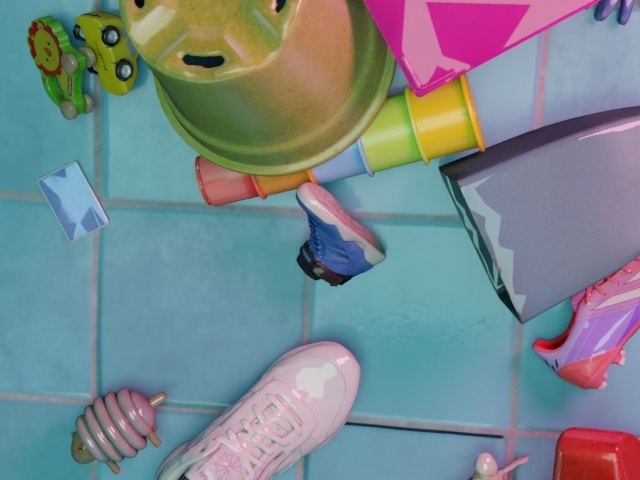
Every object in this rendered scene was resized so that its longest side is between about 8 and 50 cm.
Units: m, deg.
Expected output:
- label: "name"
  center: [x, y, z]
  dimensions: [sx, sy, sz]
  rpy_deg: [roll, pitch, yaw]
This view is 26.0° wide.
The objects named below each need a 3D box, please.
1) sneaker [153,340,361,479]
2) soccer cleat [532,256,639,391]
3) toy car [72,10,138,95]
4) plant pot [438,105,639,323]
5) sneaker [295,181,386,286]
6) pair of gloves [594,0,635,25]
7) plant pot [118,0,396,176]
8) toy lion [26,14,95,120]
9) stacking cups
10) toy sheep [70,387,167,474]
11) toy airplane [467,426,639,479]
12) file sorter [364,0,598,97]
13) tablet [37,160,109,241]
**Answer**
- label: "sneaker"
  center: [-0.073, 0.239, 1.582]
  dimensions: [0.305, 0.152, 0.114]
  rpy_deg: [-42, 93, 10]
- label: "soccer cleat"
  center: [0.336, 0.054, 1.549]
  dimensions: [0.095, 0.083, 0.248]
  rpy_deg: [32, 105, 2]
- label: "toy car"
  center: [-0.265, -0.297, 1.507]
  dimensions: [0.225, 0.053, 0.239]
  rpy_deg: [41, 147, 17]
- label: "plant pot"
  center: [0.274, -0.049, 1.493]
  dimensions: [0.234, 0.165, 0.166]
  rpy_deg: [-26, 99, 2]
- label: "sneaker"
  center: [0.000, 0.001, 1.548]
  dimensions: [0.084, 0.058, 0.152]
  rpy_deg: [-37, 137, 14]
- label: "pair of gloves"
  center: [0.284, -0.329, 1.499]
  dimensions: [0.198, 0.023, 0.159]
  rpy_deg: [20, 104, 5]
- label: "plant pot"
  center: [-0.078, -0.219, 1.395]
  dimensions: [0.276, 0.254, 0.276]
  rpy_deg: [-1, 84, 13]
- label: "toy lion"
  center: [-0.295, -0.198, 1.555]
  dimensions: [0.096, 0.034, 0.100]
  rpy_deg: [36, 136, 29]
- label: "stacking cups"
  center: [0.018, -0.100, 1.530]
  dimensions: [0.316, 0.096, 0.096]
  rpy_deg: [-16, 100, 7]
- label: "toy sheep"
  center: [-0.236, 0.218, 1.627]
  dimensions: [0.132, 0.091, 0.091]
  rpy_deg: [-35, 97, -3]
- label: "toy airplane"
  center: [0.336, 0.351, 1.542]
  dimensions: [0.386, 0.272, 0.384]
  rpy_deg: [31, 141, -11]
- label: "file sorter"
  center: [0.186, -0.312, 1.411]
  dimensions: [0.291, 0.182, 0.202]
  rpy_deg: [-27, 97, 15]
- label: "tablet"
  center: [-0.287, -0.045, 1.614]
  dimensions: [0.054, 0.006, 0.083]
  rpy_deg: [-26, 99, 9]
